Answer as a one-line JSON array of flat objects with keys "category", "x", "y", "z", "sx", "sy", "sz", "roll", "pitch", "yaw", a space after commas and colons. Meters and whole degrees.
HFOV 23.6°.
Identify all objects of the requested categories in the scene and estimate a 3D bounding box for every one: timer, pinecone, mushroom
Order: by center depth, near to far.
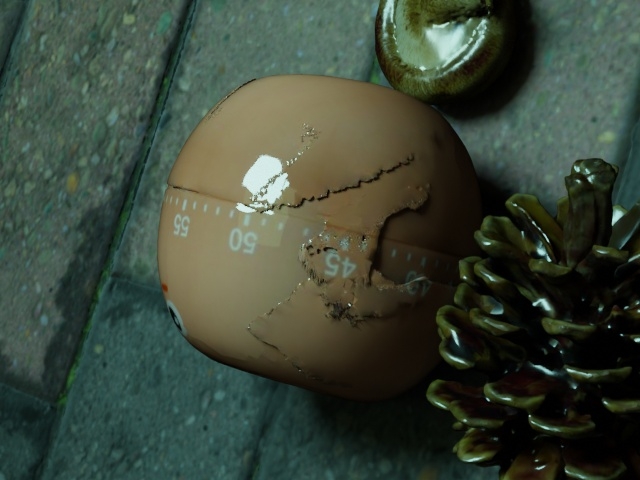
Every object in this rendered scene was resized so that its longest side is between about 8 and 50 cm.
[{"category": "pinecone", "x": 0.161, "y": 0.056, "z": 0.956, "sx": 0.185, "sy": 0.168, "sz": 0.212, "roll": 7, "pitch": 92, "yaw": 28}, {"category": "timer", "x": 0.000, "y": 0.000, "z": 1.073, "sx": 0.229, "sy": 0.229, "sz": 0.215, "roll": 5, "pitch": 84, "yaw": 42}, {"category": "mushroom", "x": 0.091, "y": -0.162, "z": 1.148, "sx": 0.127, "sy": 0.087, "sz": 0.127, "roll": -15, "pitch": 63, "yaw": 33}]
